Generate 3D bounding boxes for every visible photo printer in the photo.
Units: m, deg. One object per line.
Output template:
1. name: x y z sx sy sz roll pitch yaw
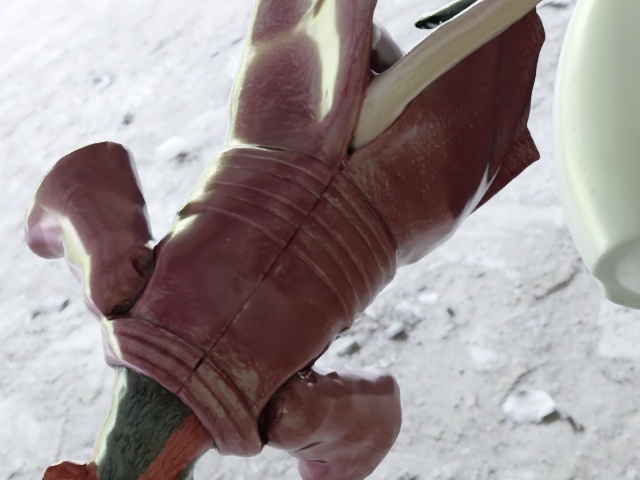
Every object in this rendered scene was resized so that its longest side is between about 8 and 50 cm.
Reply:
1. photo printer: 0.286 -0.094 0.721 0.307 0.107 0.256 -14 50 27

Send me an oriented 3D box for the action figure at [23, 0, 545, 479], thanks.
1. action figure: 0.000 0.000 0.585 0.370 0.248 0.276 -59 9 -27
